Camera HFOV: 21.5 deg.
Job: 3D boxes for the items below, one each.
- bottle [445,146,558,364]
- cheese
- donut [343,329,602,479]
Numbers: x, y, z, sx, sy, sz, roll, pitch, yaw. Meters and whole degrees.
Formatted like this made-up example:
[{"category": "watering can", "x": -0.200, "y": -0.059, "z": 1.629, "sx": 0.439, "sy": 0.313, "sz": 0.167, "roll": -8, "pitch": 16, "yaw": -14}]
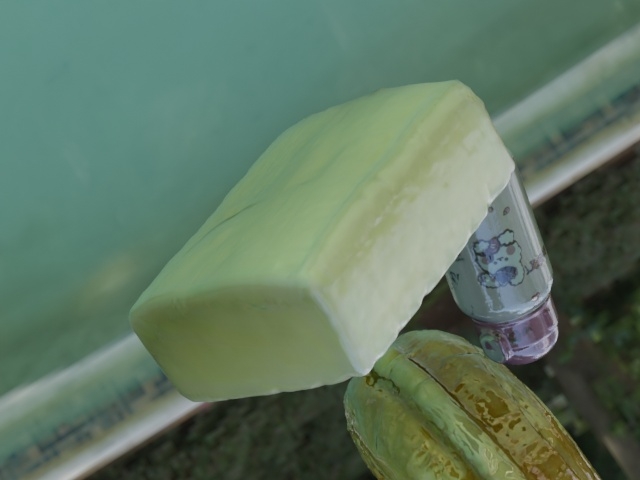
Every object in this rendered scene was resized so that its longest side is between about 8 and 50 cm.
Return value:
[{"category": "bottle", "x": 0.182, "y": 0.022, "z": 1.760, "sx": 0.110, "sy": 0.233, "sz": 0.110, "roll": -18, "pitch": -156, "yaw": 8}, {"category": "cheese", "x": 0.000, "y": 0.000, "z": 1.397, "sx": 0.242, "sy": 0.124, "sz": 0.265, "roll": -19, "pitch": -155, "yaw": 49}, {"category": "donut", "x": 0.200, "y": 0.290, "z": 2.031, "sx": 0.198, "sy": 0.449, "sz": 0.449, "roll": -38, "pitch": 176, "yaw": -6}]
